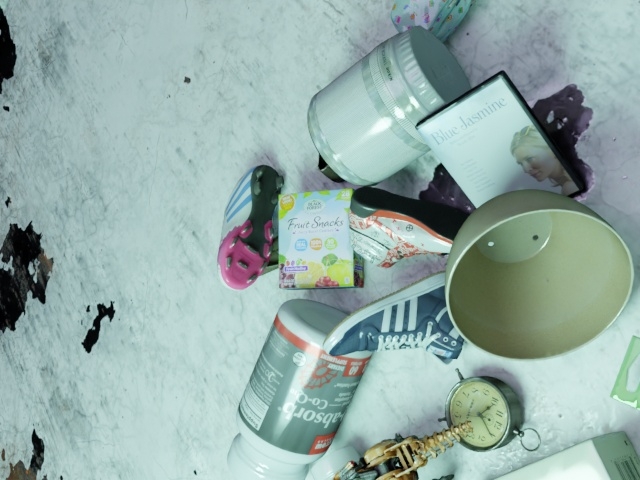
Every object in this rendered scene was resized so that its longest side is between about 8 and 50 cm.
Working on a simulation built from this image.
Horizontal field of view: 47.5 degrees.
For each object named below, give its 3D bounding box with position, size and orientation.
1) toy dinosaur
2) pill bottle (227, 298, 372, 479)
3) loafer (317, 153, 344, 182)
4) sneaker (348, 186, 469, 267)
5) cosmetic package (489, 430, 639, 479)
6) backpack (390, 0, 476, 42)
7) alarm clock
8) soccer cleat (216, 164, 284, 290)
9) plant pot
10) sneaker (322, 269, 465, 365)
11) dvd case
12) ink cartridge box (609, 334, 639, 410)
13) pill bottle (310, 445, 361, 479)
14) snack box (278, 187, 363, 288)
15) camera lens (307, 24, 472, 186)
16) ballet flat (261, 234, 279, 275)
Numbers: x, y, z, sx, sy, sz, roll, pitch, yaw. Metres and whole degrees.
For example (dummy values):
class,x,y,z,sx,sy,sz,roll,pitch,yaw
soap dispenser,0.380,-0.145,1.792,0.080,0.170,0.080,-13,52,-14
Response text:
class,x,y,z,sx,sy,sz,roll,pitch,yaw
toy dinosaur,0.127,0.417,1.272,0.322,0.218,0.164,-17,65,27
pill bottle,-0.049,0.321,1.492,0.210,0.210,0.363,33,107,38
loafer,0.031,-0.238,1.574,0.080,0.078,0.220,-6,81,40
sneaker,0.180,-0.003,1.419,0.270,0.090,0.145,19,136,14
cosmetic package,0.362,0.423,1.166,0.296,0.153,0.129,-37,62,33
backpack,0.221,-0.468,1.416,0.152,0.115,0.182,48,118,31
alarm clock,0.304,0.314,1.284,0.192,0.064,0.129,26,102,43
soccer cleat,-0.172,-0.021,1.664,0.143,0.116,0.331,-25,41,48
plant pot,0.333,0.027,1.190,0.284,0.284,0.191,-50,20,25
sneaker,0.155,0.176,1.326,0.153,0.282,0.099,58,164,22
dvd case,0.308,-0.146,1.256,0.180,0.022,0.253,-29,109,35
ink cartridge box,0.555,0.229,1.080,0.209,0.062,0.109,24,100,40
pill bottle,0.077,0.525,1.411,0.131,0.131,0.229,-47,57,26
snack box,0.000,0.000,1.552,0.174,0.070,0.207,-4,81,23
camera lens,0.128,-0.248,1.400,0.274,0.219,0.219,-31,66,34
ballet flat,-0.103,0.026,1.672,0.250,0.058,0.084,-25,70,36
